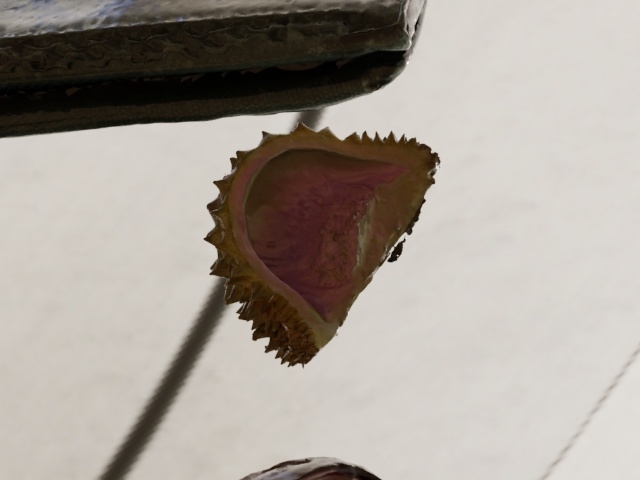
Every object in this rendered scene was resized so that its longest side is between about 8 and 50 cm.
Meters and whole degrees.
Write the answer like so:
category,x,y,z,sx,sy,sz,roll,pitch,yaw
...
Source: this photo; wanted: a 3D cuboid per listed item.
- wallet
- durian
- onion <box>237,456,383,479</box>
category,x,y,z,sx,sy,sz,roll,pitch,yaw
wallet,-0.108,-0.123,0.964,0.342,0.237,0.075,-5,-59,10
durian,0.000,0.002,1.264,0.132,0.165,0.182,7,-101,26
onion,-0.018,0.324,1.569,0.230,0.272,0.256,-39,-122,58
